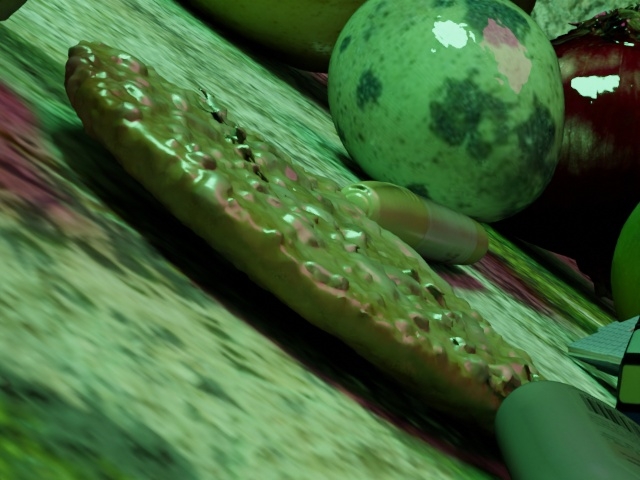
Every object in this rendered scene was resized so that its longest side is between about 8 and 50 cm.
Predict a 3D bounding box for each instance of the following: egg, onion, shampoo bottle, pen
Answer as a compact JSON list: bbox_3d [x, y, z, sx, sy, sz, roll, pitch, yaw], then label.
[{"bbox_3d":[0.081,-0.085,1.057,0.141,0.141,0.182,29,18,-40],"label":"egg"},{"bbox_3d":[0.235,-0.048,1.391,0.273,0.285,0.273,-3,4,0],"label":"onion"},{"bbox_3d":[0.089,0.086,0.460,0.080,0.040,0.165,39,8,-9],"label":"shampoo bottle"},{"bbox_3d":[0.046,-0.006,0.861,0.040,0.032,0.233,14,0,18],"label":"pen"}]

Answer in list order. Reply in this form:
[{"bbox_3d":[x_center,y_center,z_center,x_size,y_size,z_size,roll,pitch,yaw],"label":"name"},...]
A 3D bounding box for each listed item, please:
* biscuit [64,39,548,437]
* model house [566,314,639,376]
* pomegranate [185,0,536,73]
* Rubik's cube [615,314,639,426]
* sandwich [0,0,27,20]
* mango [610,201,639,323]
[{"bbox_3d":[-0.001,0.001,0.607,0.220,0.033,0.220,37,7,-6],"label":"biscuit"},{"bbox_3d":[0.208,0.057,0.882,0.088,0.117,0.167,-1,10,-34],"label":"model house"},{"bbox_3d":[0.042,-0.321,1.379,0.416,0.417,0.416,35,8,-6],"label":"pomegranate"},{"bbox_3d":[0.173,0.067,0.662,0.112,0.133,0.133,60,-1,-21],"label":"Rubik's cube"},{"bbox_3d":[-0.139,-0.156,0.485,0.198,0.155,0.227,34,8,-10],"label":"sandwich"},{"bbox_3d":[0.299,0.006,1.098,0.114,0.251,0.156,-18,79,-59],"label":"mango"}]
